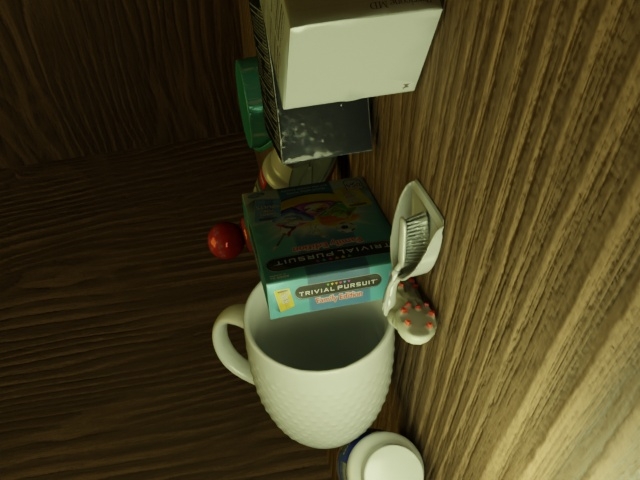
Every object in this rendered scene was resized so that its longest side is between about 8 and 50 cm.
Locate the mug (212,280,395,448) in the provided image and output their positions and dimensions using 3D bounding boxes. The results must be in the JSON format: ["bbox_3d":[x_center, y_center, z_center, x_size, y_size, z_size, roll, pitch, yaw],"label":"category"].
[{"bbox_3d":[-0.041,0.233,1.567,0.328,0.374,0.276,86,-156,-44],"label":"mug"}]

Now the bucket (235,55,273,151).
[{"bbox_3d":[-0.121,-0.378,2.157,0.281,0.183,0.281,170,90,-82],"label":"bucket"}]

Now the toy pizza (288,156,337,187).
[{"bbox_3d":[-0.008,-0.174,1.848,0.201,0.032,0.201,-43,33,37],"label":"toy pizza"}]

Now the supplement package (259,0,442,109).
[{"bbox_3d":[0.023,-0.353,1.096,0.198,0.199,0.262,103,156,-69],"label":"supplement package"}]

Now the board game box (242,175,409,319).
[{"bbox_3d":[0.000,0.000,1.510,0.336,0.254,0.079,-113,16,-57],"label":"board game box"}]

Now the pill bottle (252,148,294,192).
[{"bbox_3d":[-0.090,-0.148,2.137,0.283,0.161,0.161,117,145,-51],"label":"pill bottle"}]

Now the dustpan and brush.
[{"bbox_3d":[0.131,0.029,1.235,0.147,0.060,0.211,-111,20,-56],"label":"dustpan and brush"}]

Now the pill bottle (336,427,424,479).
[{"bbox_3d":[0.120,0.453,1.585,0.272,0.152,0.152,118,141,-77],"label":"pill bottle"}]

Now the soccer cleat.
[{"bbox_3d":[0.144,0.126,1.303,0.196,0.068,0.076,-99,19,-67],"label":"soccer cleat"}]

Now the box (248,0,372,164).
[{"bbox_3d":[-0.023,-0.330,1.519,0.296,0.183,0.294,-115,18,-67],"label":"box"}]

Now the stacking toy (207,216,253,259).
[{"bbox_3d":[-0.104,-0.027,1.900,0.141,0.330,0.141,163,90,-84],"label":"stacking toy"}]
